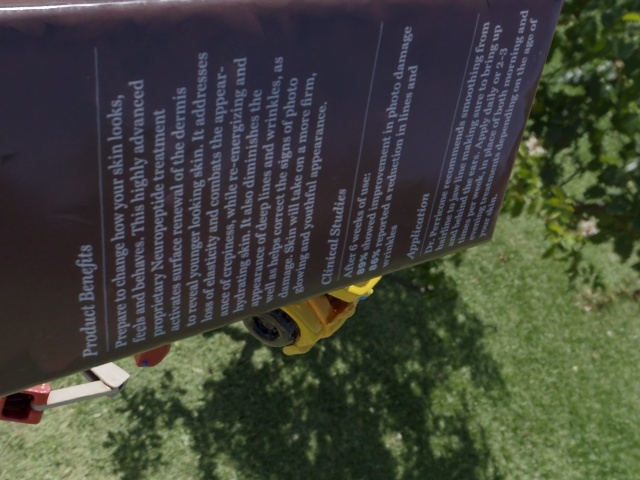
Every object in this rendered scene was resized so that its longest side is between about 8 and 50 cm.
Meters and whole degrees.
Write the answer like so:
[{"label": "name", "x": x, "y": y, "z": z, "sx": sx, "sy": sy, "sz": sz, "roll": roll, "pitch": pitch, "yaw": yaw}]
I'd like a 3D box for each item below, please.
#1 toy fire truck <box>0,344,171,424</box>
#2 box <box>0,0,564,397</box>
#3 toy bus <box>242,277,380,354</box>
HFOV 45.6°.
[{"label": "toy fire truck", "x": -0.241, "y": 0.123, "z": 0.797, "sx": 0.192, "sy": 0.047, "sz": 0.135, "roll": 6, "pitch": 34, "yaw": -32}, {"label": "box", "x": -0.059, "y": -0.063, "z": 0.421, "sx": 0.382, "sy": 0.191, "sz": 0.143, "roll": -16, "pitch": 41, "yaw": -33}, {"label": "toy bus", "x": 0.000, "y": 0.000, "z": 0.768, "sx": 0.220, "sy": 0.212, "sz": 0.149, "roll": 56, "pitch": 48, "yaw": -24}]
